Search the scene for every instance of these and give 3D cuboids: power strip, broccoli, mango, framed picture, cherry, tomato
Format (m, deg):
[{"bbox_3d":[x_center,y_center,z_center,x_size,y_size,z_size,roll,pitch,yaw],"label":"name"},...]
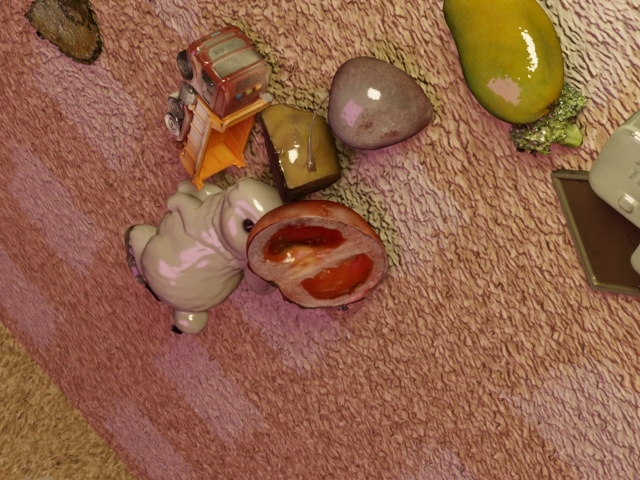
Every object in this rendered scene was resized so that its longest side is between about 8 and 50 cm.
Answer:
[{"bbox_3d":[0.422,-0.011,1.679,0.265,0.059,0.193,40,149,13],"label":"power strip"},{"bbox_3d":[0.279,-0.143,1.774,0.092,0.097,0.095,16,-172,-24],"label":"broccoli"},{"bbox_3d":[0.215,-0.227,1.714,0.122,0.085,0.191,-25,87,45],"label":"mango"},{"bbox_3d":[0.405,0.002,1.795,0.260,0.023,0.189,9,130,50],"label":"framed picture"},{"bbox_3d":[0.071,-0.155,1.975,0.115,0.148,0.188,-110,24,-59],"label":"cherry"},{"bbox_3d":[0.000,0.000,2.239,0.199,0.112,0.228,-22,136,23],"label":"tomato"}]

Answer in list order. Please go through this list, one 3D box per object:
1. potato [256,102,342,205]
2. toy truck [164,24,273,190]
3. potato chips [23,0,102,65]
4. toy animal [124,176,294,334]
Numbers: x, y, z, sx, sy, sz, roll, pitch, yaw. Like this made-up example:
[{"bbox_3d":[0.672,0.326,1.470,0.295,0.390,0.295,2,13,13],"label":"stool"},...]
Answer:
[{"bbox_3d":[-0.032,-0.138,2.165,0.243,0.098,0.138,139,112,-84],"label":"potato"},{"bbox_3d":[-0.158,-0.202,2.239,0.135,0.114,0.270,50,151,17],"label":"toy truck"},{"bbox_3d":[-0.451,-0.400,2.518,0.202,0.029,0.220,32,148,29],"label":"potato chips"},{"bbox_3d":[-0.157,0.012,2.433,0.357,0.194,0.258,-13,103,49],"label":"toy animal"}]
